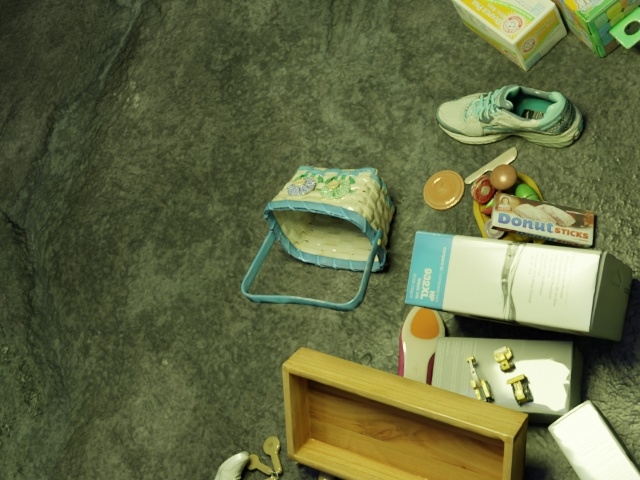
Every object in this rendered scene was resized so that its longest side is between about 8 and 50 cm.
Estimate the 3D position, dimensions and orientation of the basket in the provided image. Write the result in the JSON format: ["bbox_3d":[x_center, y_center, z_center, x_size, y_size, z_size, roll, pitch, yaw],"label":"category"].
[{"bbox_3d":[0.000,0.000,1.757,0.255,0.201,0.289,3,60,29],"label":"basket"}]

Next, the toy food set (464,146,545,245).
[{"bbox_3d":[0.334,-0.075,1.689,0.128,0.071,0.217,-27,57,15],"label":"toy food set"}]

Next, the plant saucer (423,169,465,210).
[{"bbox_3d":[0.238,-0.098,1.787,0.084,0.013,0.083,-12,62,23],"label":"plant saucer"}]

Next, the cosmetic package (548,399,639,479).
[{"bbox_3d":[0.449,0.367,1.398,0.085,0.117,0.231,-38,56,10],"label":"cosmetic package"}]

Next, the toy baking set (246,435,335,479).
[{"bbox_3d":[-0.064,0.467,1.688,0.197,0.030,0.256,-7,59,32],"label":"toy baking set"}]

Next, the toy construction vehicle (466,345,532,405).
[{"bbox_3d":[0.283,0.221,1.482,0.086,0.035,0.098,-23,62,19],"label":"toy construction vehicle"}]

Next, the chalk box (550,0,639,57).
[{"bbox_3d":[0.525,-0.443,1.715,0.132,0.132,0.213,-39,55,8],"label":"chalk box"}]

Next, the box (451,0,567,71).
[{"bbox_3d":[0.368,-0.445,1.819,0.114,0.103,0.203,-44,55,4],"label":"box"}]

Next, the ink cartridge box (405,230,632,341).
[{"bbox_3d":[0.329,0.076,1.521,0.308,0.223,0.129,7,84,31],"label":"ink cartridge box"}]

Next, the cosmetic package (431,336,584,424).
[{"bbox_3d":[0.312,0.234,1.544,0.238,0.107,0.127,2,69,26],"label":"cosmetic package"}]

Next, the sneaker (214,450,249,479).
[{"bbox_3d":[-0.174,0.461,1.737,0.061,0.054,0.152,43,103,27],"label":"sneaker"}]

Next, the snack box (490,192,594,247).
[{"bbox_3d":[0.388,-0.035,1.616,0.178,0.022,0.064,11,71,-3],"label":"snack box"}]

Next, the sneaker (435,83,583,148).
[{"bbox_3d":[0.342,-0.251,1.733,0.283,0.122,0.110,5,70,30],"label":"sneaker"}]

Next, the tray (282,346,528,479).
[{"bbox_3d":[0.131,0.327,1.532,0.411,0.202,0.076,14,30,29],"label":"tray"}]

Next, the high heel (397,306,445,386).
[{"bbox_3d":[0.172,0.232,1.657,0.082,0.117,0.244,7,50,-5],"label":"high heel"}]
